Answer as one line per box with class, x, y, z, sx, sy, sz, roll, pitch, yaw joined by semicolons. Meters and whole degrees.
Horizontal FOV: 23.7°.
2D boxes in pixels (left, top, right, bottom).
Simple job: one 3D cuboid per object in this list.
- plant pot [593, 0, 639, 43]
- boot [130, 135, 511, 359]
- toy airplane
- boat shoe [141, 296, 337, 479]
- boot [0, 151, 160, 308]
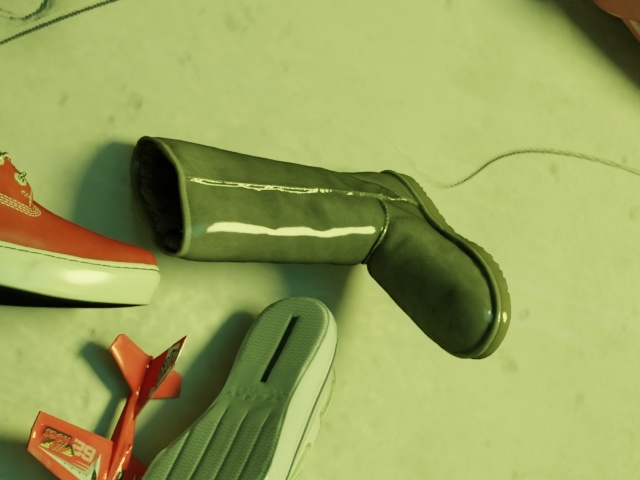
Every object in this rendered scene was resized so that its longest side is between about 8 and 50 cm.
plant pot;0.317;-0.206;1.207;0.201;0.201;0.180;-54;130;-27
boot;-0.001;0.002;0.975;0.208;0.190;0.076;11;116;-40
toy airplane;-0.123;0.123;0.939;0.151;0.028;0.151;-7;99;-47
boat shoe;-0.040;0.137;0.952;0.226;0.083;0.076;-55;142;-36
boot;-0.196;-0.055;0.883;0.244;0.088;0.176;15;74;-29
